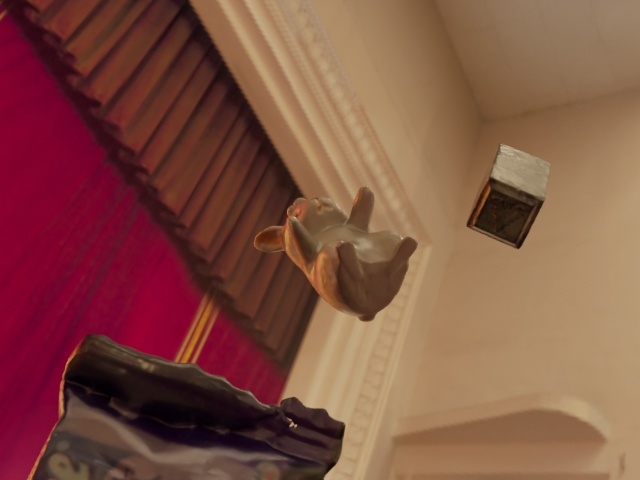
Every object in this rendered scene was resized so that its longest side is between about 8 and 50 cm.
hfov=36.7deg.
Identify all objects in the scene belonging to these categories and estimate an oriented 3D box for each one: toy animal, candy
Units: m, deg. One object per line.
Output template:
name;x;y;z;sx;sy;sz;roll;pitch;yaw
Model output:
toy animal;0.005;-0.008;1.367;0.282;0.141;0.138;45;-40;42
candy;-0.095;0.166;0.417;0.145;0.275;0.070;22;-35;2

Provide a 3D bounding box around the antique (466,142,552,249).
antique;0.276;-0.065;1.407;0.088;0.183;0.086;24;-63;6
